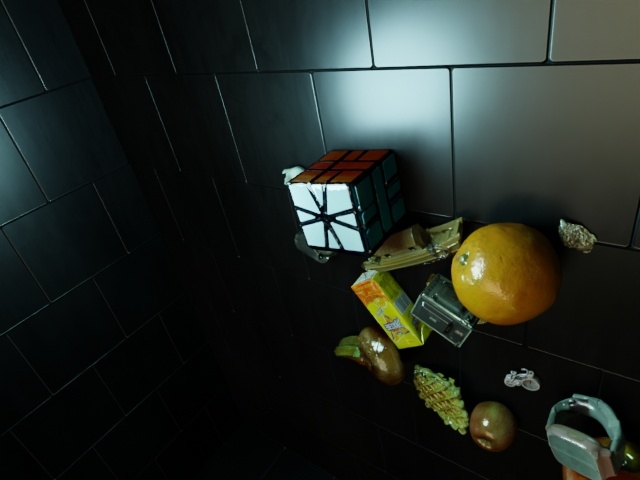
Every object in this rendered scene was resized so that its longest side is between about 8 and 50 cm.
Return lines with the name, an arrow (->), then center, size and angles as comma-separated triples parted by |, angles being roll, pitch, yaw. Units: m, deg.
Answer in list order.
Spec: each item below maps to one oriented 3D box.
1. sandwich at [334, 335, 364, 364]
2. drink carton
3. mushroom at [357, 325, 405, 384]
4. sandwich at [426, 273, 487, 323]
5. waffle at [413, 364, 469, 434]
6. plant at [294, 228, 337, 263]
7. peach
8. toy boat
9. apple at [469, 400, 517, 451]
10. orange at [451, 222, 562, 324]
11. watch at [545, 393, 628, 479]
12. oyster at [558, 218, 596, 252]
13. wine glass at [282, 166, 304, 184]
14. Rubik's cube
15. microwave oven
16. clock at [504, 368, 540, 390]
sandwich -> 0.181, 0.550, 2.239 | 0.160, 0.109, 0.185 | 34, 152, -27
drink carton -> 0.299, 0.284, 1.892 | 0.351, 0.111, 0.155 | 52, 142, -7
mushroom -> 0.272, 0.519, 2.029 | 0.278, 0.163, 0.297 | 57, 174, -26
sandwich -> 0.514, 0.215, 1.669 | 0.215, 0.065, 0.186 | -3, 120, 43
waffle -> 0.538, 0.697, 2.005 | 0.317, 0.073, 0.297 | 19, 135, 55
plant -> 0.000, 0.000, 1.907 | 0.256, 0.142, 0.164 | 7, 127, 53
peach -> 1.021, 0.866, 1.565 | 0.373, 0.290, 0.372 | 24, 129, 34
toy boat -> 0.323, 0.009, 1.615 | 0.162, 0.135, 0.446 | 37, 146, -28
apple -> 0.711, 0.769, 1.866 | 0.188, 0.174, 0.188 | 23, 132, 27
orange -> 0.548, 0.098, 1.348 | 0.312, 0.312, 0.312 | 25, 136, 26
watch -> 0.903, 0.647, 1.526 | 0.253, 0.241, 0.161 | 9, 126, 59
oyster -> 0.734, -0.009, 1.295 | 0.100, 0.037, 0.098 | 17, 133, 32
wine glass -> -0.064, -0.256, 1.795 | 0.196, 0.079, 0.079 | 3, 124, 40
Rubik's cube -> 0.100, -0.138, 1.583 | 0.294, 0.283, 0.288 | 7, 125, 41
microwave oven -> 0.448, 0.237, 1.568 | 0.205, 0.163, 0.129 | 34, 136, 19
clock -> 0.765, 0.530, 1.719 | 0.129, 0.041, 0.087 | -9, 119, 41
